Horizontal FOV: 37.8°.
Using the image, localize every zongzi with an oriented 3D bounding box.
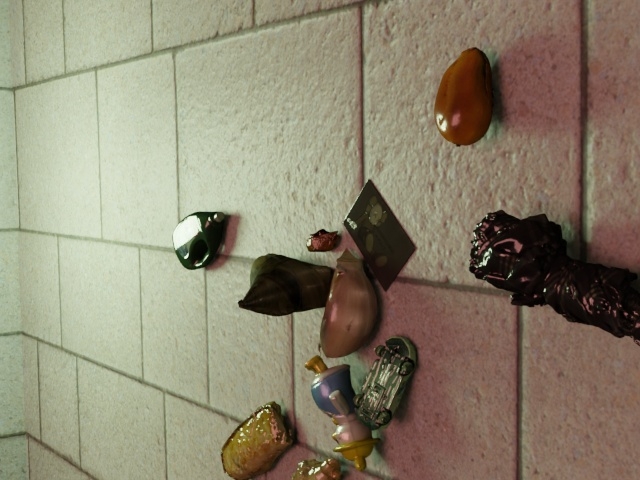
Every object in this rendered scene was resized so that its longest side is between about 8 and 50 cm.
[{"bbox_3d":[-0.127,0.099,1.954,0.221,0.242,0.112,12,109,50],"label":"zongzi"}]

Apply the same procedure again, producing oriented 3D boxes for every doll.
[{"bbox_3d":[0.045,0.340,1.850,0.135,0.099,0.241,-43,63,56],"label":"doll"}]

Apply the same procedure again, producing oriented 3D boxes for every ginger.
[{"bbox_3d":[-0.018,0.535,1.990,0.137,0.074,0.213,28,120,40],"label":"ginger"}]

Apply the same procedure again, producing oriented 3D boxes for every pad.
[{"bbox_3d":[0.110,-0.011,1.817,0.190,0.004,0.127,59,136,32],"label":"pad"}]

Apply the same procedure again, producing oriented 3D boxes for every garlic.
[{"bbox_3d":[0.038,0.171,1.867,0.128,0.148,0.266,28,117,9],"label":"garlic"}]

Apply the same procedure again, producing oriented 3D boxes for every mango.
[{"bbox_3d":[0.242,-0.234,1.549,0.105,0.084,0.159,1,72,54],"label":"mango"}]

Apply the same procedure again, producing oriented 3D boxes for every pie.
[{"bbox_3d":[-0.151,0.476,2.176,0.282,0.068,0.128,-46,57,41],"label":"pie"}]

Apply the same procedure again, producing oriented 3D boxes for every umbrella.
[{"bbox_3d":[0.371,0.048,1.372,0.337,0.128,0.154,17,123,46],"label":"umbrella"}]

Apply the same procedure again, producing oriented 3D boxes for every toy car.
[{"bbox_3d":[0.130,0.271,1.769,0.093,0.058,0.186,29,98,47],"label":"toy car"}]

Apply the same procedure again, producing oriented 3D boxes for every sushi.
[{"bbox_3d":[0.000,0.000,1.936,0.099,0.050,0.047,-8,81,44],"label":"sushi"}]

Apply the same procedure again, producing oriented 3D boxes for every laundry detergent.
[{"bbox_3d":[-0.294,-0.011,2.333,0.211,0.063,0.137,-33,69,48],"label":"laundry detergent"}]
